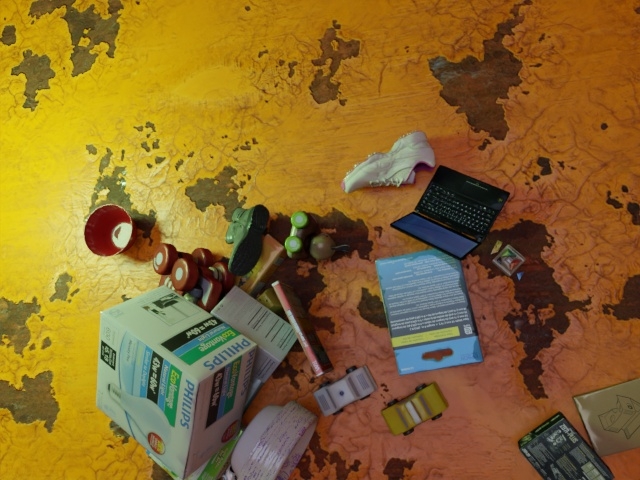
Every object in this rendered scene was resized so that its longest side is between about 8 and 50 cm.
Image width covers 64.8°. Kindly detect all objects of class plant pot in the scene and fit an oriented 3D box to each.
[{"bbox_3d":[-0.167,0.199,1.574,0.081,0.083,0.081,-40,74,3],"label":"plant pot"}]

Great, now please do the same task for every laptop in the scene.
[{"bbox_3d":[0.374,-0.090,1.457,0.234,0.136,0.264,29,87,27],"label":"laptop"}]

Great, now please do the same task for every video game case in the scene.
[{"bbox_3d":[-0.048,0.257,1.475,0.025,0.204,0.285,-29,76,3],"label":"video game case"}]

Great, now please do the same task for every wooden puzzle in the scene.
[{"bbox_3d":[0.551,0.058,1.478,0.116,0.014,0.078,37,90,15],"label":"wooden puzzle"}]

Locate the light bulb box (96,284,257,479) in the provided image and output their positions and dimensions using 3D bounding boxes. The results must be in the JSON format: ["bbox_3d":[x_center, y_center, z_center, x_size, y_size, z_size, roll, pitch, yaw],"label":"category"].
[{"bbox_3d":[-0.405,0.378,1.391,0.361,0.225,0.357,26,119,24],"label":"light bulb box"}]

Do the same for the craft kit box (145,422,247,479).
[{"bbox_3d":[-0.378,0.615,1.546,0.247,0.061,0.249,30,88,26],"label":"craft kit box"}]

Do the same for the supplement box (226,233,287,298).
[{"bbox_3d":[-0.201,0.097,1.603,0.078,0.080,0.233,38,88,17],"label":"supplement box"}]

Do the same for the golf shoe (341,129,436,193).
[{"bbox_3d":[0.212,-0.213,1.551,0.306,0.115,0.140,-30,79,7],"label":"golf shoe"}]

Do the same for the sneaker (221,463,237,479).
[{"bbox_3d":[-0.268,0.729,1.527,0.044,0.040,0.109,-29,76,4],"label":"sneaker"}]

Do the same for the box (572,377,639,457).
[{"bbox_3d":[0.807,0.471,1.348,0.201,0.021,0.164,-19,77,9],"label":"box"}]

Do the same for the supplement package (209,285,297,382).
[{"bbox_3d":[-0.209,0.277,1.493,0.244,0.134,0.139,36,131,2],"label":"supplement package"}]

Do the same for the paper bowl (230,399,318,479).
[{"bbox_3d":[-0.138,0.576,1.399,0.148,0.284,0.284,30,88,16],"label":"paper bowl"}]

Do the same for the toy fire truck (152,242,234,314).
[{"bbox_3d":[-0.417,0.160,1.568,0.302,0.169,0.253,28,103,42],"label":"toy fire truck"}]

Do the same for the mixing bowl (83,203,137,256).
[{"bbox_3d":[-0.698,-0.025,1.719,0.182,0.098,0.181,-2,79,12],"label":"mixing bowl"}]

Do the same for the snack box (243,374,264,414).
[{"bbox_3d":[-0.326,0.385,1.588,0.322,0.060,0.187,33,87,15],"label":"snack box"}]

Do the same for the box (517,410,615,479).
[{"bbox_3d":[0.641,0.574,1.328,0.147,0.077,0.180,-43,74,12],"label":"box"}]

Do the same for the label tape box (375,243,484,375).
[{"bbox_3d":[0.310,0.199,1.458,0.241,0.106,0.333,-12,78,9],"label":"label tape box"}]

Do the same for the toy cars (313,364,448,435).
[{"bbox_3d":[0.166,0.463,1.454,0.394,0.087,0.176,10,82,14],"label":"toy cars"}]

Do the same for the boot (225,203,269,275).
[{"bbox_3d":[-0.252,0.002,1.595,0.161,0.083,0.246,-8,58,51],"label":"boot"}]

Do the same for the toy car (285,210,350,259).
[{"bbox_3d":[0.000,0.000,1.544,0.189,0.155,0.148,13,84,4],"label":"toy car"}]
